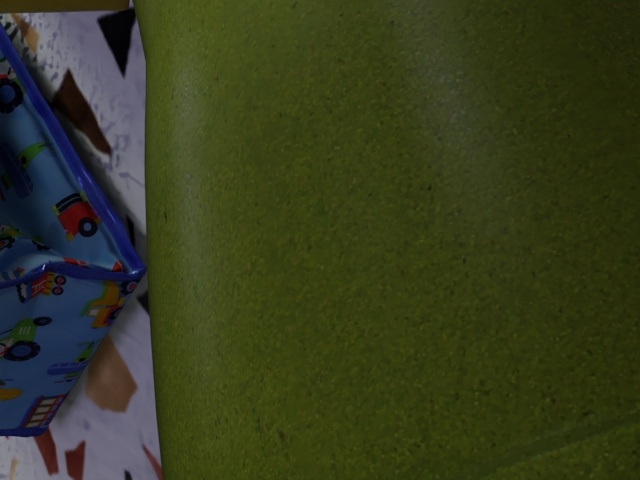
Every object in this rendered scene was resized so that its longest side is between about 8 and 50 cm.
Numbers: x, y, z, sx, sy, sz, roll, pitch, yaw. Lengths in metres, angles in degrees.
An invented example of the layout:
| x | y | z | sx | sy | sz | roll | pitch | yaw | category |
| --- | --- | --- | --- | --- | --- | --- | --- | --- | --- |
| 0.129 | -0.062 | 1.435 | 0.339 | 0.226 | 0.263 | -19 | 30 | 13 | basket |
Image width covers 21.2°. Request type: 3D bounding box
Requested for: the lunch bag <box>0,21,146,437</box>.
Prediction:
| x | y | z | sx | sy | sz | roll | pitch | yaw | category |
| --- | --- | --- | --- | --- | --- | --- | --- | --- | --- |
| -0.263 | -0.030 | 1.220 | 0.221 | 0.138 | 0.293 | -53 | 52 | 44 | lunch bag |

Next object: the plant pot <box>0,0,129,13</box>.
| x | y | z | sx | sy | sz | roll | pitch | yaw | category |
| --- | --- | --- | --- | --- | --- | --- | --- | --- | --- |
| -0.235 | -0.263 | 1.023 | 0.212 | 0.212 | 0.187 | 38 | 122 | 38 | plant pot |

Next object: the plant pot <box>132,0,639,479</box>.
| x | y | z | sx | sy | sz | roll | pitch | yaw | category |
| --- | --- | --- | --- | --- | --- | --- | --- | --- | --- |
| 0.079 | 0.010 | 0.705 | 0.366 | 0.366 | 0.353 | -39 | 62 | 47 | plant pot |
